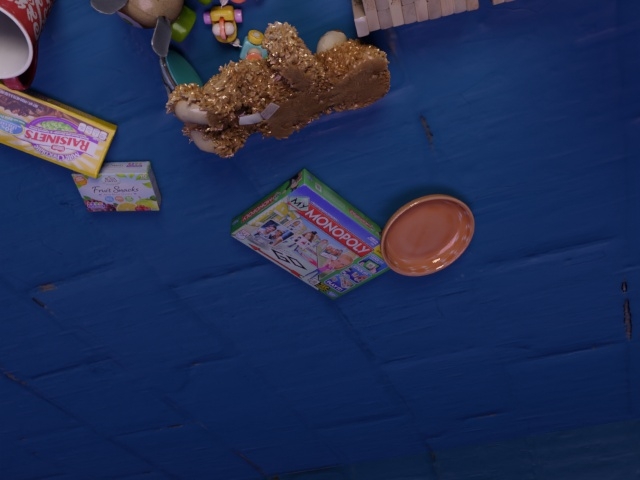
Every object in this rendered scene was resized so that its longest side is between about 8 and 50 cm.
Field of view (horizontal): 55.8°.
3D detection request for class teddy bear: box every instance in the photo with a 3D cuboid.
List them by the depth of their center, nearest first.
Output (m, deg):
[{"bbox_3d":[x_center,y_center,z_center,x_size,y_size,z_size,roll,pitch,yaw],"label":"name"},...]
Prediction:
[{"bbox_3d":[-0.067,-0.232,0.915,0.338,0.113,0.245,-25,155,15],"label":"teddy bear"}]

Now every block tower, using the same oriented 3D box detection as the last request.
[{"bbox_3d":[0.201,-0.371,0.807,0.335,0.091,0.097,-11,137,11],"label":"block tower"}]

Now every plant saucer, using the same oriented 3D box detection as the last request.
[{"bbox_3d":[0.214,-0.014,1.229,0.199,0.037,0.200,-9,130,-10],"label":"plant saucer"}]

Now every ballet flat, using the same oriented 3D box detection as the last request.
[{"bbox_3d":[-0.211,-0.228,0.989,0.070,0.070,0.188,-22,132,23],"label":"ballet flat"}]

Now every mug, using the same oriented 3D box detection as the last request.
[{"bbox_3d":[-0.428,-0.302,0.816,0.113,0.169,0.150,20,136,-23],"label":"mug"}]

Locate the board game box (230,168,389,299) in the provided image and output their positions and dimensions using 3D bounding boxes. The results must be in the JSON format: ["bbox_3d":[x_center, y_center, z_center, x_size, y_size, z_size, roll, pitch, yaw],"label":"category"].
[{"bbox_3d":[0.000,0.000,1.268,0.213,0.046,0.317,-31,131,32],"label":"board game box"}]

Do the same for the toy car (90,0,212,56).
[{"bbox_3d":[-0.230,-0.313,0.788,0.155,0.188,0.149,29,131,-28],"label":"toy car"}]

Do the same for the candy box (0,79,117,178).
[{"bbox_3d":[-0.466,-0.189,1.032,0.205,0.027,0.105,21,118,-23],"label":"candy box"}]

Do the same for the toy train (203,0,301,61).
[{"bbox_3d":[-0.101,-0.318,0.896,0.125,0.046,0.166,-21,135,22],"label":"toy train"}]

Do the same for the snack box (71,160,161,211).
[{"bbox_3d":[-0.384,-0.102,1.149,0.141,0.037,0.100,-2,138,1],"label":"snack box"}]
